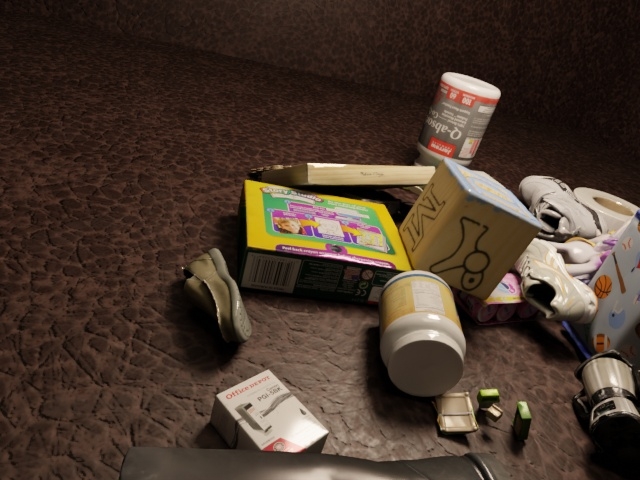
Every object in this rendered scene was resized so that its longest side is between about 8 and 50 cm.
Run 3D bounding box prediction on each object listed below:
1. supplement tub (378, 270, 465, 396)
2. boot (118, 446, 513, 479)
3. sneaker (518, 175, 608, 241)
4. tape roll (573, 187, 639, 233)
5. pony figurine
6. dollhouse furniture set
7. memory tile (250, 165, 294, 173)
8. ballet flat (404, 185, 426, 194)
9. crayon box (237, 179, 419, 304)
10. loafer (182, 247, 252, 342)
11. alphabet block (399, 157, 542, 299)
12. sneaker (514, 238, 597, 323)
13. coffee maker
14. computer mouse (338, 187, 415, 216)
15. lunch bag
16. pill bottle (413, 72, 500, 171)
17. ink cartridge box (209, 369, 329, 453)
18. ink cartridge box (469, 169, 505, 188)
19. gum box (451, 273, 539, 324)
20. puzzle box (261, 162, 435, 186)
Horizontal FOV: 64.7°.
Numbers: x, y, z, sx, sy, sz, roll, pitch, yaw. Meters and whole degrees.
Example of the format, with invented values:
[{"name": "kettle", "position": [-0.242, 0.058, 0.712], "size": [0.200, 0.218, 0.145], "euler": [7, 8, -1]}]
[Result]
[{"name": "supplement tub", "position": [0.177, 0.160, 0.900], "size": [0.144, 0.145, 0.200], "euler": [15, 29, -3]}, {"name": "boot", "position": [0.026, 0.358, 0.465], "size": [0.444, 0.146, 0.367], "euler": [10, 22, -17]}, {"name": "sneaker", "position": [0.762, -0.114, 1.698], "size": [0.210, 0.138, 0.366], "euler": [2, 35, -30]}, {"name": "tape roll", "position": [1.039, -0.085, 1.832], "size": [0.285, 0.100, 0.286], "euler": [13, 28, -7]}, {"name": "pony figurine", "position": [0.701, 0.059, 1.269], "size": [0.363, 0.303, 0.351], "euler": [-7, 24, -13]}, {"name": "dollhouse furniture set", "position": [0.262, 0.295, 0.835], "size": [0.151, 0.059, 0.076], "euler": [-3, 37, 4]}, {"name": "memory tile", "position": [-0.125, -0.202, 1.452], "size": [0.113, 0.012, 0.148], "euler": [-4, 4, -38]}, {"name": "ballet flat", "position": [0.375, -0.175, 1.691], "size": [0.230, 0.077, 0.077], "euler": [15, 49, 2]}, {"name": "crayon box", "position": [0.000, 0.000, 1.134], "size": [0.362, 0.106, 0.313], "euler": [9, 28, -14]}, {"name": "loafer", "position": [-0.188, 0.103, 0.889], "size": [0.087, 0.095, 0.251], "euler": [-21, 30, -13]}, {"name": "alphabet block", "position": [0.307, -0.026, 1.076], "size": [0.192, 0.197, 0.193], "euler": [25, 25, -13]}, {"name": "sneaker", "position": [0.486, 0.079, 1.127], "size": [0.120, 0.099, 0.262], "euler": [1, 33, -20]}, {"name": "coffee maker", "position": [0.536, 0.301, 0.865], "size": [0.171, 0.120, 0.178], "euler": [22, 29, 9]}, {"name": "computer mouse", "position": [0.153, -0.092, 1.420], "size": [0.272, 0.072, 0.188], "euler": [0, 23, -45]}, {"name": "lunch bag", "position": [0.774, 0.157, 1.025], "size": [0.385, 0.328, 0.239], "euler": [13, 33, -9]}, {"name": "pill bottle", "position": [0.467, -0.384, 1.788], "size": [0.210, 0.363, 0.210], "euler": [13, 28, -7]}, {"name": "ink cartridge box", "position": [-0.072, 0.255, 0.694], "size": [0.099, 0.056, 0.135], "euler": [-17, 43, -44]}, {"name": "ink cartridge box", "position": [0.461, -0.145, 1.607], "size": [0.176, 0.128, 0.127], "euler": [2, 32, -23]}, {"name": "gum box", "position": [0.399, 0.131, 1.154], "size": [0.188, 0.062, 0.107], "euler": [1, 32, -26]}, {"name": "puzzle box", "position": [0.076, -0.172, 1.399], "size": [0.408, 0.052, 0.272], "euler": [-3, 3, -31]}]
